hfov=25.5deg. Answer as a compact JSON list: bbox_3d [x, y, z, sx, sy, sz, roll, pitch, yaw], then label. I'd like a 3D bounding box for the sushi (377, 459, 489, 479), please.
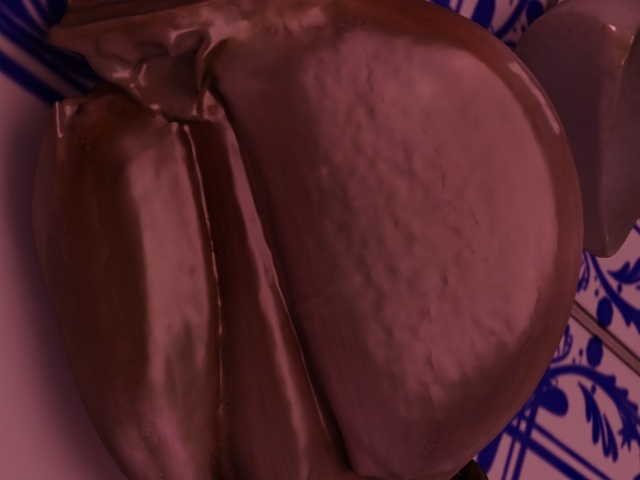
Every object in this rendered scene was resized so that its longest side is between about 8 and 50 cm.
[{"bbox_3d":[0.036,0.164,0.840,0.109,0.134,0.273,-16,111,-19],"label":"sushi"}]

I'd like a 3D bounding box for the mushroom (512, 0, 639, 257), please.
[{"bbox_3d":[0.287,-0.141,1.104,0.397,0.126,0.177,-29,121,-44],"label":"mushroom"}]

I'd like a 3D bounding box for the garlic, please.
[{"bbox_3d":[0.000,0.001,0.732,0.279,0.132,0.325,-20,104,-4],"label":"garlic"}]
